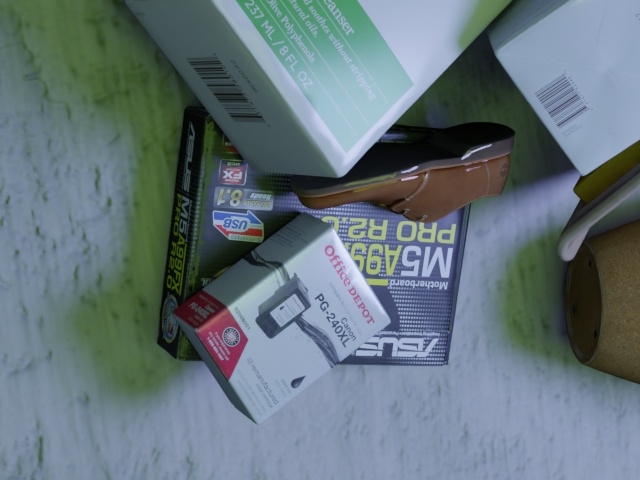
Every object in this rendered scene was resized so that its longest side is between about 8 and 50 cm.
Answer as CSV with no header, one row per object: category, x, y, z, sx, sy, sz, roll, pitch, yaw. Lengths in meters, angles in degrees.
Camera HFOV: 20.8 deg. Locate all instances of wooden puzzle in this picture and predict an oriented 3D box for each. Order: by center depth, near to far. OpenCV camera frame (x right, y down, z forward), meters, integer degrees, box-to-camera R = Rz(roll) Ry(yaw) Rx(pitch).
wooden puzzle,0.302,-0.110,1.546,0.044,0.239,0.221,40,39,-3

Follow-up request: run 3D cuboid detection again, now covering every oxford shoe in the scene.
oxford shoe,0.074,-0.046,1.509,0.212,0.076,0.076,-10,116,-22

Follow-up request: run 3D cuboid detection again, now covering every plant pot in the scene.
plant pot,0.370,0.056,1.667,0.254,0.237,0.237,0,102,-8

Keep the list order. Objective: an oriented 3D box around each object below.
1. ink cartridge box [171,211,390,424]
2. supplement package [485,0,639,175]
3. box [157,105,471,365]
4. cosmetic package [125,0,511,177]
ink cartridge box,-0.031,0.064,1.486,0.150,0.063,0.109,-37,114,-13
supplement package,0.224,-0.183,1.496,0.134,0.244,0.139,-34,110,12
box,0.000,0.000,1.556,0.270,0.060,0.216,4,99,-25
cosmetic package,0.044,-0.242,1.438,0.365,0.155,0.197,-47,115,-19
